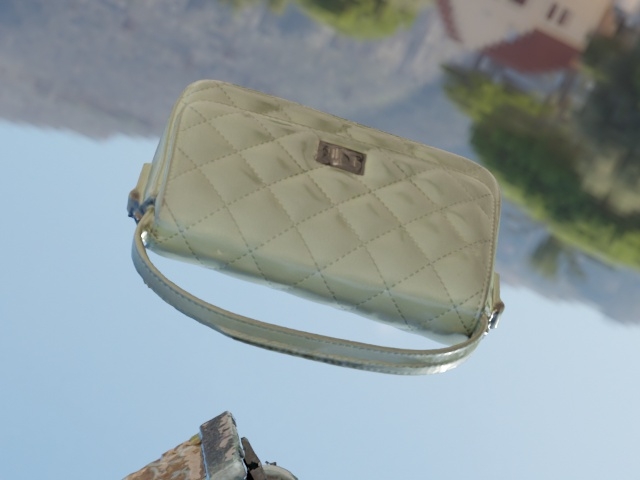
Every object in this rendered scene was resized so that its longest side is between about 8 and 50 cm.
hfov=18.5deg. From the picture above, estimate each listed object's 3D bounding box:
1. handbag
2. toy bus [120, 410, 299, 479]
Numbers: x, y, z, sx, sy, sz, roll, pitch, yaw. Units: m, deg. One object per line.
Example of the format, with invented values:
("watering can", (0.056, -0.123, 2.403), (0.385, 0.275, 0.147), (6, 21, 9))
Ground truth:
("handbag", (0.000, 0.000, 1.281), (0.256, 0.079, 0.219), (16, -144, -7))
("toy bus", (-0.039, 0.256, 1.084), (0.275, 0.167, 0.138), (60, 179, -11))
